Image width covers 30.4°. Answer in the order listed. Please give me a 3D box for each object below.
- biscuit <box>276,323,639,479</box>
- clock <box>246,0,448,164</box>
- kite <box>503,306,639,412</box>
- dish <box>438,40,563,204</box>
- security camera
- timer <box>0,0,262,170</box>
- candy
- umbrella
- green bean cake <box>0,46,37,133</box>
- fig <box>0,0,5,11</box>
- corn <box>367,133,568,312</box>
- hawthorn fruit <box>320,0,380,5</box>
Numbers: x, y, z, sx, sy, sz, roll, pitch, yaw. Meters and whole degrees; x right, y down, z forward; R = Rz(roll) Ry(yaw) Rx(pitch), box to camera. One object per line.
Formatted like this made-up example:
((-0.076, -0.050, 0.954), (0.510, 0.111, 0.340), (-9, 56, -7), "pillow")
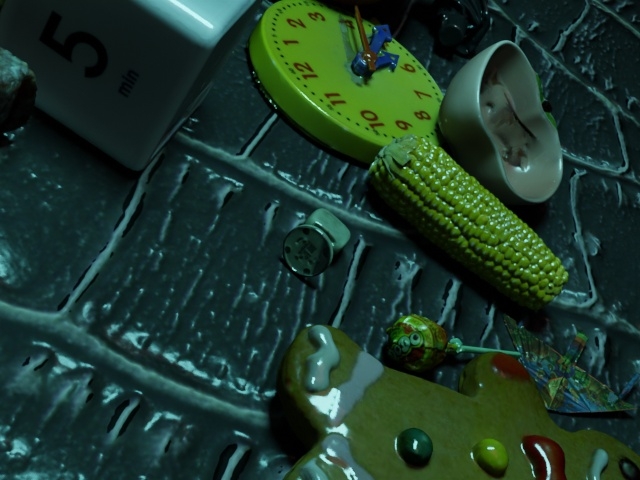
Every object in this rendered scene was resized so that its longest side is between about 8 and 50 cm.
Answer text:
((0.159, 0.207, 1.061), (0.432, 0.064, 0.283), (17, 46, -20), "biscuit")
((0.049, -0.208, 1.476), (0.277, 0.071, 0.293), (49, 38, 17), "clock")
((0.274, 0.145, 1.316), (0.183, 0.010, 0.160), (36, 39, 5), "kite")
((0.216, -0.135, 1.476), (0.213, 0.090, 0.213), (22, 62, -48), "dish")
((0.000, 0.000, 1.228), (0.058, 0.058, 0.092), (41, 23, 7), "security camera")
((-0.191, -0.222, 1.185), (0.195, 0.194, 0.192), (35, 35, -4), "timer")
((0.146, 0.112, 1.223), (0.201, 0.060, 0.060), (11, 42, -44), "candy")
((0.212, -0.375, 1.777), (0.110, 0.122, 0.272), (2, 39, 18), "umbrella")
((-0.395, -0.170, 1.041), (0.233, 0.097, 0.198), (44, 37, 11), "green bean cake")
((-0.373, -0.283, 1.138), (0.160, 0.143, 0.231), (38, 26, 7), "fig")
((0.168, -0.021, 1.347), (0.260, 0.091, 0.091), (42, 61, 3), "corn")
((0.060, -0.459, 1.574), (0.316, 0.316, 0.316), (22, 38, -19), "hawthorn fruit")
